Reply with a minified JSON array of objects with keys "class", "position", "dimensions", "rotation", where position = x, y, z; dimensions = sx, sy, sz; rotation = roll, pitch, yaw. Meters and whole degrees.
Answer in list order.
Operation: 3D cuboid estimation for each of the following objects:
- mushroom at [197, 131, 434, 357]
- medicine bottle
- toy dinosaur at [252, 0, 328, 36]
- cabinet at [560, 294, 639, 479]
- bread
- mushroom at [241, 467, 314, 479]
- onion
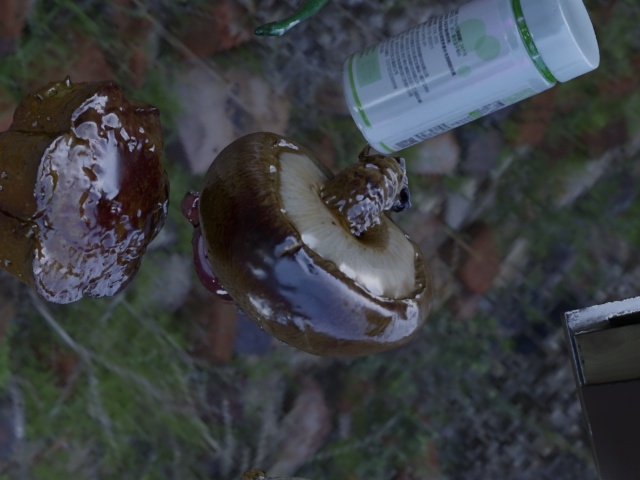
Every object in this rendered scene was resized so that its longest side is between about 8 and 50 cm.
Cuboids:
[{"class":"mushroom","position":[-0.004,0.004,1.628],"dimensions":[0.278,0.297,0.163],"rotation":[-44,179,-45]},{"class":"medicine bottle","position":[0.113,-0.137,1.123],"dimensions":[0.183,0.086,0.086],"rotation":[-21,161,23]},{"class":"toy dinosaur","position":[0.085,-0.347,1.799],"dimensions":[0.447,0.301,0.087],"rotation":[-23,107,-12]},{"class":"cabinet","position":[0.378,0.153,1.494],"dimensions":[0.148,0.215,0.175],"rotation":[-11,175,-33]},{"class":"bread","position":[-0.249,-0.062,1.544],"dimensions":[0.246,0.135,0.232],"rotation":[-26,128,-58]},{"class":"mushroom","position":[0.071,0.224,1.200],"dimensions":[0.028,0.286,0.026],"rotation":[25,75,-76]},{"class":"onion","position":[-0.102,0.001,1.937],"dimensions":[0.173,0.198,0.135],"rotation":[-49,143,-11]}]
